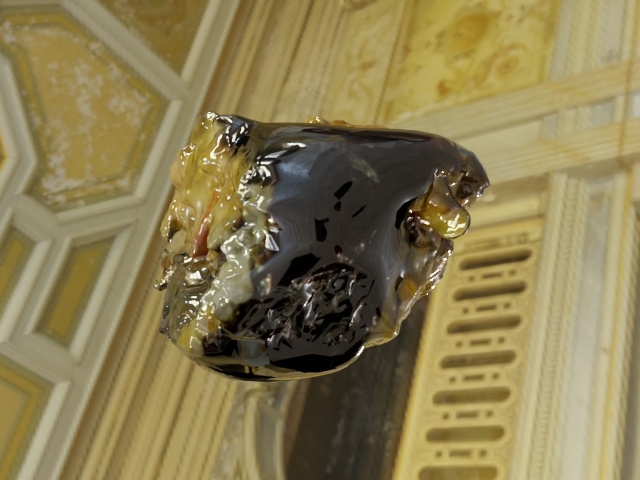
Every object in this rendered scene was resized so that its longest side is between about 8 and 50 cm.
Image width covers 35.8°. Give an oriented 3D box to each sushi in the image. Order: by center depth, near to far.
[{"bbox_3d":[-0.002,-0.004,0.715,0.204,0.200,0.213,16,-70,-28],"label":"sushi"}]
